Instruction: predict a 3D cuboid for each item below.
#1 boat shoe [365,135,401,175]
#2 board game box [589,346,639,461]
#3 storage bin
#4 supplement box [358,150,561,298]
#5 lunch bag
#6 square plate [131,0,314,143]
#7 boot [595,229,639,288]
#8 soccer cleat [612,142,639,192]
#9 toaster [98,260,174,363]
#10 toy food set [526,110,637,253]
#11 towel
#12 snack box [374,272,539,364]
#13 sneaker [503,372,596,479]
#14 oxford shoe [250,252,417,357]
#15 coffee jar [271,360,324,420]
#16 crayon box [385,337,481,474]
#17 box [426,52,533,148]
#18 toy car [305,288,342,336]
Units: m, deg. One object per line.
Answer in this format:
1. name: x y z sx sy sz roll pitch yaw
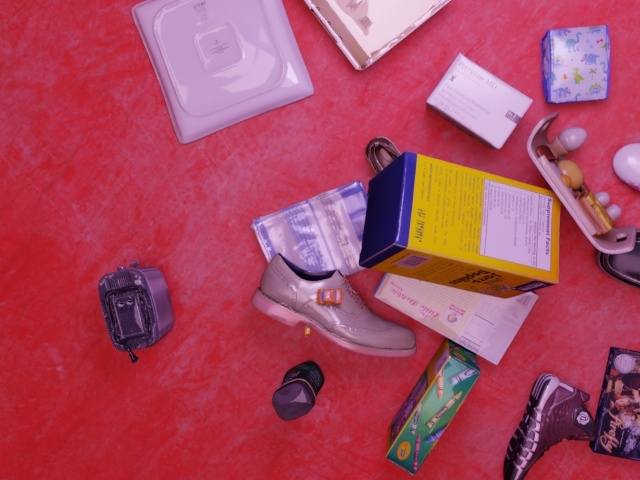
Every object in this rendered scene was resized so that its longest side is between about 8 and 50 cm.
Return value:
1. boat shoe: 0.187 -0.120 1.525 0.095 0.095 0.257 -42 90 11
2. board game box: 0.719 0.374 1.540 0.165 0.042 0.243 9 98 7
3. storage bin: 0.107 -0.543 1.457 0.260 0.123 0.262 -37 97 10
4. supplement box: 0.283 -0.020 1.391 0.356 0.195 0.194 13 72 -15
5. lunch bag: 0.540 -0.368 1.445 0.128 0.096 0.151 -4 87 8
6. square plate: -0.232 -0.440 1.569 0.347 0.049 0.344 -19 95 10
7. boot: 0.776 0.081 1.371 0.377 0.284 0.138 19 99 6
8. soccer cleat: 0.782 -0.116 1.418 0.331 0.143 0.116 25 100 5
9. toaster: -0.429 0.164 1.622 0.129 0.146 0.227 -13 94 10
10. toy food set: 0.546 -0.125 1.396 0.092 0.220 0.306 -36 86 29
11. towel: 0.000 0.000 1.599 0.285 0.034 0.209 -21 95 10
12. snack box: 0.306 0.123 1.557 0.322 0.060 0.187 29 99 3
13. sneaker: 0.533 0.456 1.547 0.162 0.106 0.281 20 99 2
14. oxford shoe: 0.048 0.151 1.545 0.397 0.140 0.146 21 99 -4
15. coffee jar: -0.051 0.345 1.572 0.096 0.184 0.079 -28 93 10
16. crayon box: 0.251 0.367 1.543 0.081 0.165 0.278 31 101 3
17. box: 0.329 -0.289 1.440 0.181 0.182 0.119 34 101 3
18. toy car: 0.009 0.156 1.470 0.060 0.040 0.122 19 78 -1
